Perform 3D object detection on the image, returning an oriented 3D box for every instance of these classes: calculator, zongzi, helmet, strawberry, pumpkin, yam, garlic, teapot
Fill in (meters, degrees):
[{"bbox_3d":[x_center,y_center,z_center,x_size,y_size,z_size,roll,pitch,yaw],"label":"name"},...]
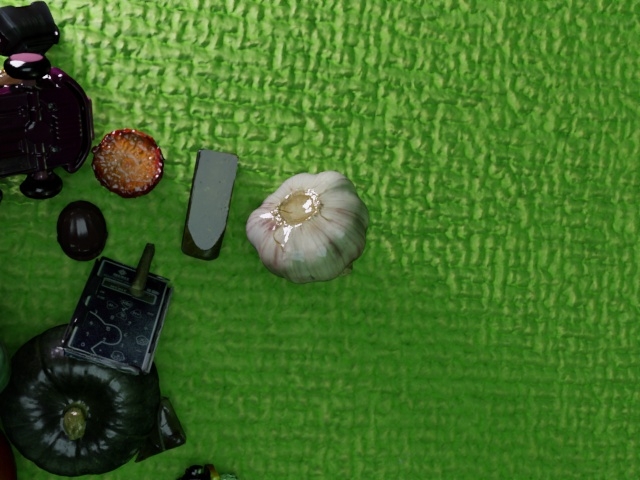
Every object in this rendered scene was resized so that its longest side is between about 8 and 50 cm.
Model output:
[{"bbox_3d":[-0.378,0.140,1.451,0.165,0.274,0.028,19,124,-12],"label":"calculator"},{"bbox_3d":[-0.344,0.383,1.557,0.119,0.055,0.109,-22,94,2],"label":"zongzi"},{"bbox_3d":[-0.472,-0.018,1.508,0.098,0.070,0.123,-6,92,-11],"label":"helmet"},{"bbox_3d":[-0.380,-0.151,1.512,0.145,0.086,0.145,-1,95,-16],"label":"strawberry"},{"bbox_3d":[-0.457,0.302,1.452,0.300,0.207,0.300,-1,98,-4],"label":"pumpkin"},{"bbox_3d":[-0.349,0.058,1.525,0.033,0.129,0.027,18,133,-10],"label":"yam"},{"bbox_3d":[0.000,0.000,1.557,0.245,0.245,0.253,-43,139,-7],"label":"garlic"},{"bbox_3d":[-0.555,-0.382,1.443,0.087,0.177,0.096,-31,96,33],"label":"teapot"}]

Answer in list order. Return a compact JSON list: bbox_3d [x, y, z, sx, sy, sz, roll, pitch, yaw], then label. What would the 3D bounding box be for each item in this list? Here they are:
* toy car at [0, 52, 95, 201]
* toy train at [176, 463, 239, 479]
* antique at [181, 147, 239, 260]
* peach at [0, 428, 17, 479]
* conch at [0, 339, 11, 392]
[{"bbox_3d":[-0.611,-0.220,1.405,0.340,0.240,0.271,-15,124,-33],"label":"toy car"},{"bbox_3d":[-0.233,0.606,1.562,0.160,0.100,0.296,6,90,-18],"label":"toy train"},{"bbox_3d":[-0.225,-0.070,1.549,0.081,0.080,0.221,9,90,-13],"label":"antique"},{"bbox_3d":[-0.727,0.434,1.331,0.353,0.339,0.417,-39,98,6],"label":"peach"},{"bbox_3d":[-0.652,0.184,1.273,0.277,0.195,0.220,-4,128,-42],"label":"conch"}]
